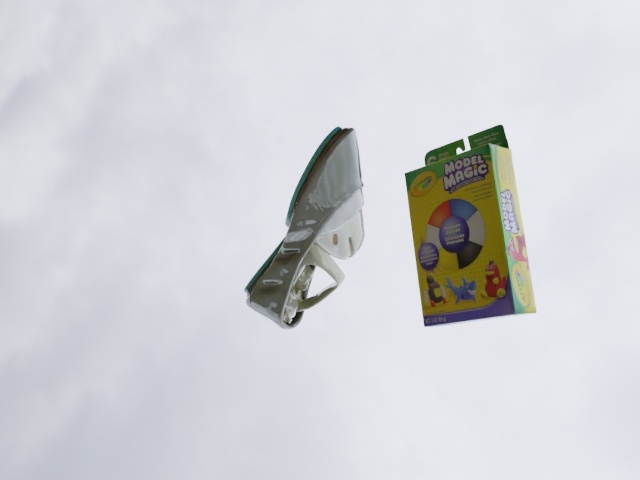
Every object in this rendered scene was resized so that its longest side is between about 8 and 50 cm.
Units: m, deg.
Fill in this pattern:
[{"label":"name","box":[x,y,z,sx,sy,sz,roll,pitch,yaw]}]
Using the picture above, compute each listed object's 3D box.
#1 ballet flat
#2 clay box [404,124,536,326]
[{"label":"ballet flat","box":[0.000,0.000,0.541,0.072,0.068,0.213,-46,171,-44]},{"label":"clay box","box":[0.169,-0.016,0.790,0.127,0.053,0.222,-17,-104,46]}]
